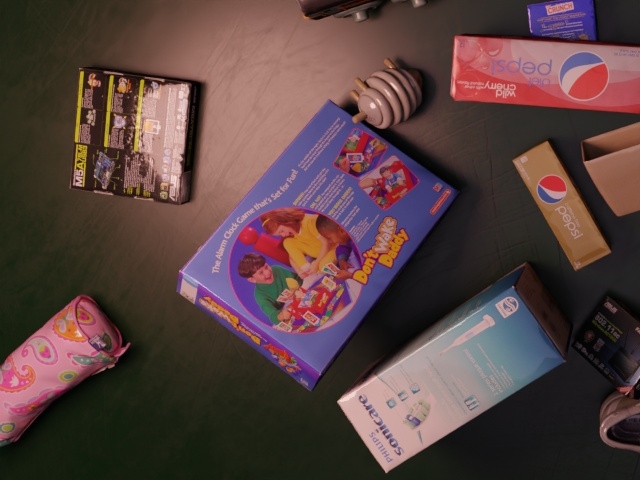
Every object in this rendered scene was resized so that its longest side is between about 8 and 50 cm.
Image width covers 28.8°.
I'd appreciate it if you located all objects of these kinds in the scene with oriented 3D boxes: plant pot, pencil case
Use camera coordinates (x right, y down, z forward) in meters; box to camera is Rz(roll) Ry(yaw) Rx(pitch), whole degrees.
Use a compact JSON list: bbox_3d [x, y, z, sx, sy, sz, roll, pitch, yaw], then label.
[{"bbox_3d":[0.425,-0.096,1.705,0.109,0.109,0.096,-17,106,15],"label":"plant pot"},{"bbox_3d":[-0.436,0.209,1.951,0.284,0.124,0.124,-37,89,15],"label":"pencil case"}]

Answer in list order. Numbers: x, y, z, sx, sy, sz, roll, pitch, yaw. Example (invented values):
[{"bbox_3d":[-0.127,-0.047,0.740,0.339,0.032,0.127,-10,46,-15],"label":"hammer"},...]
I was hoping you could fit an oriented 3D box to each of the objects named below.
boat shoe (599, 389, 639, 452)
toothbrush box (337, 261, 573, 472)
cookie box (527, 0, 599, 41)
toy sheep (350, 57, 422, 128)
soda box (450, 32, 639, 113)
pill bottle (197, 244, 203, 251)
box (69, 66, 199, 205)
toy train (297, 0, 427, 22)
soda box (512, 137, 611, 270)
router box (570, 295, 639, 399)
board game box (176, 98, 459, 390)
[{"bbox_3d":[0.548,0.250,1.723,0.320,0.103,0.118,-2,98,14],"label":"boat shoe"},{"bbox_3d":[0.193,0.172,1.741,0.295,0.216,0.126,-34,89,15],"label":"toothbrush box"},{"bbox_3d":[0.339,-0.279,1.726,0.092,0.040,0.107,-5,98,15],"label":"cookie box"},{"bbox_3d":[0.094,-0.203,1.771,0.132,0.091,0.091,-37,88,-19],"label":"toy sheep"},{"bbox_3d":[0.312,-0.227,1.678,0.263,0.083,0.092,6,103,14],"label":"soda box"},{"bbox_3d":[-0.083,0.035,1.841,0.187,0.112,0.112,-8,96,15],"label":"pill bottle"},{"bbox_3d":[-0.284,-0.159,1.897,0.184,0.045,0.190,9,101,15],"label":"box"},{"bbox_3d":[0.107,-0.387,1.690,0.334,0.190,0.142,-14,95,16],"label":"toy train"},{"bbox_3d":[0.340,-0.051,1.750,0.058,0.061,0.181,-30,91,15],"label":"soda box"},{"bbox_3d":[0.422,0.149,1.741,0.092,0.038,0.122,-57,47,14],"label":"router box"},{"bbox_3d":[0.000,0.000,1.729,0.233,0.078,0.347,36,65,6],"label":"board game box"}]
